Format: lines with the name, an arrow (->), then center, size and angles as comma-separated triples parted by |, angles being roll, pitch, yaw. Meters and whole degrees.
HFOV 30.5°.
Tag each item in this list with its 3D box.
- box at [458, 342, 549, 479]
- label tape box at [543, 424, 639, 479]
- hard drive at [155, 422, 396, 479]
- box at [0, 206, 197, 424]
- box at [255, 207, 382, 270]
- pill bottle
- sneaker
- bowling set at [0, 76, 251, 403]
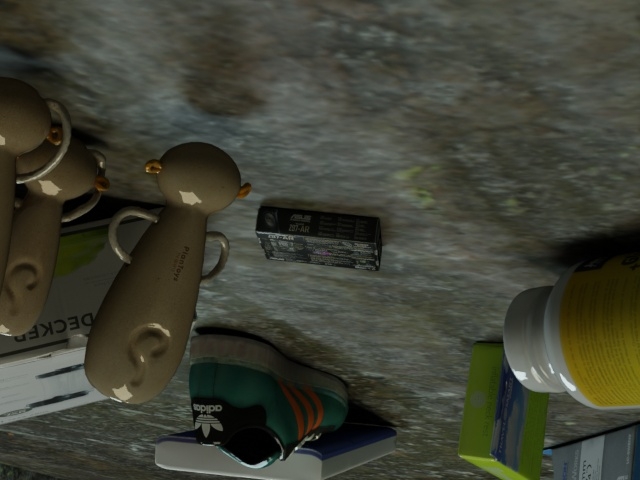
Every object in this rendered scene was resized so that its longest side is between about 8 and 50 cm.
box -> 0.175, 0.166, 1.117 | 0.042, 0.109, 0.178 | 2, 162, 25
label tape box -> 0.439, 0.321, 1.503 | 0.240, 0.106, 0.334 | 11, 162, -7
hard drive -> -0.046, 0.264, 1.511 | 0.210, 0.040, 0.318 | 2, 177, 19
box -> -0.199, 0.070, 0.923 | 0.169, 0.087, 0.290 | -13, 168, -14
box -> 0.000, 0.000, 0.815 | 0.083, 0.018, 0.067 | 6, 163, 7
pill bottle -> 0.212, 0.058, 0.763 | 0.103, 0.103, 0.184 | 21, 158, -37
sneaker -> -0.059, 0.193, 1.286 | 0.108, 0.121, 0.302 | -2, 161, 26
bowling set -> -0.210, -0.029, 0.672 | 0.287, 0.154, 0.200 | 17, -173, -32
